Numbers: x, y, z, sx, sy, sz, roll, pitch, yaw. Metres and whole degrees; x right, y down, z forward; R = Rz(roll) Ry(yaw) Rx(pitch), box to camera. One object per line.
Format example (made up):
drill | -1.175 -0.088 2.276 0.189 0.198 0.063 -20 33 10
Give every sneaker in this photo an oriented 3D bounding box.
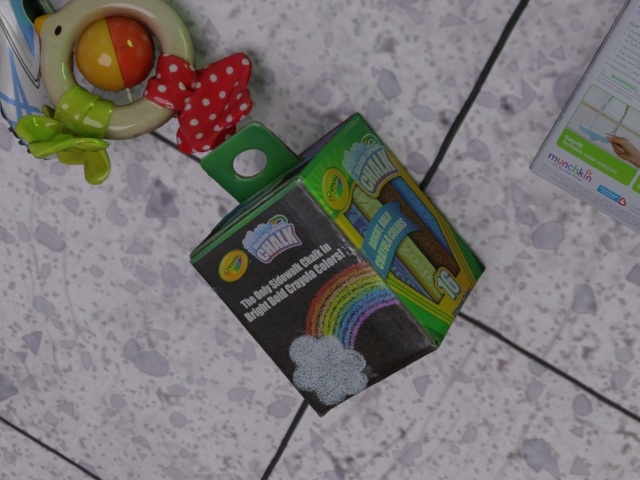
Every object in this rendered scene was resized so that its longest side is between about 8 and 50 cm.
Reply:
sneaker | -0.313 -0.197 1.702 0.086 0.085 0.237 -1 118 15

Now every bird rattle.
bird rattle | -0.201 -0.170 1.623 0.253 0.143 0.207 -18 89 9

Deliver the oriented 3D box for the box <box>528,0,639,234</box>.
box | 0.369 -0.109 1.436 0.262 0.127 0.231 30 122 6

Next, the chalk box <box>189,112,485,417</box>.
chalk box | 0.000 0.000 1.616 0.180 0.179 0.289 -34 98 33
